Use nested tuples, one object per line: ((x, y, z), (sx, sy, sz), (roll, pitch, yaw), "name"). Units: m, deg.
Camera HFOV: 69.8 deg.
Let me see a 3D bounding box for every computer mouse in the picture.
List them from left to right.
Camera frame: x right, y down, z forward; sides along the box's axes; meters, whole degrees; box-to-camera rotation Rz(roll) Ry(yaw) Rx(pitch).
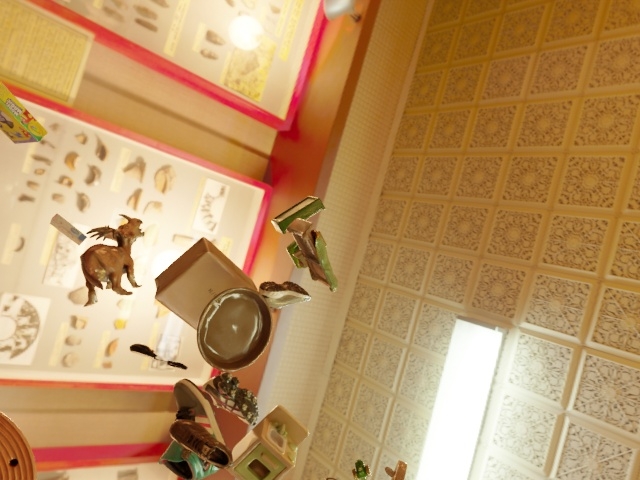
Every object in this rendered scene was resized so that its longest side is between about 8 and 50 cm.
((-0.630, 0.454, 1.803), (0.071, 0.242, 0.041), (-23, -136, 51), "computer mouse")

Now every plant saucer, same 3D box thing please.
((-0.282, 0.288, 1.506), (0.041, 0.277, 0.278), (5, -100, 50), "plant saucer")

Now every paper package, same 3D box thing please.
((-0.488, 0.205, 1.962), (0.309, 0.325, 0.168), (-41, -149, 0), "paper package")

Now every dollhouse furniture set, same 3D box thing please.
((0.000, 0.000, 1.350), (0.151, 0.198, 0.301), (-32, -161, -14), "dollhouse furniture set")

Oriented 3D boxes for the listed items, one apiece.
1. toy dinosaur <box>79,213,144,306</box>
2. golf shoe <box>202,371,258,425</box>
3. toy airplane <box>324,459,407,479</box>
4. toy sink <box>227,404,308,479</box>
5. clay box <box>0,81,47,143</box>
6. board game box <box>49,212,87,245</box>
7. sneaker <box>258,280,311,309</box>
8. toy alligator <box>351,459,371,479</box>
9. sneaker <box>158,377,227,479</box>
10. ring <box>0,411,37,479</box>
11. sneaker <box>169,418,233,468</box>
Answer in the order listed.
((-0.563, 0.047, 1.203), (0.296, 0.127, 0.201), (-94, 173, -78), "toy dinosaur")
((-0.337, 0.615, 1.771), (0.120, 0.273, 0.105), (-21, -153, 22), "golf shoe")
((0.138, 0.811, 1.193), (0.386, 0.272, 0.385), (120, -14, -45), "toy airplane")
((-0.169, 0.697, 1.521), (0.234, 0.153, 0.131), (-45, -175, 6), "toy sink")
((-0.937, -0.387, 1.354), (0.127, 0.222, 0.053), (3, -127, 27), "clay box")
((-0.638, -0.026, 1.162), (0.090, 0.090, 0.020), (-12, -140, 56), "board game box")
((-0.157, 0.236, 1.932), (0.100, 0.271, 0.108), (38, -67, 44), "sneaker")
((0.134, 0.760, 1.519), (0.056, 0.190, 0.051), (-15, -126, 0), "toy alligator")
((-0.404, 0.576, 1.355), (0.123, 0.178, 0.296), (-29, -95, 32), "sneaker")
((-0.662, 0.424, 0.761), (0.032, 0.336, 0.337), (168, -66, -69), "ring")
((-0.303, 0.526, 1.190), (0.066, 0.188, 0.071), (-59, -168, -22), "sneaker")
